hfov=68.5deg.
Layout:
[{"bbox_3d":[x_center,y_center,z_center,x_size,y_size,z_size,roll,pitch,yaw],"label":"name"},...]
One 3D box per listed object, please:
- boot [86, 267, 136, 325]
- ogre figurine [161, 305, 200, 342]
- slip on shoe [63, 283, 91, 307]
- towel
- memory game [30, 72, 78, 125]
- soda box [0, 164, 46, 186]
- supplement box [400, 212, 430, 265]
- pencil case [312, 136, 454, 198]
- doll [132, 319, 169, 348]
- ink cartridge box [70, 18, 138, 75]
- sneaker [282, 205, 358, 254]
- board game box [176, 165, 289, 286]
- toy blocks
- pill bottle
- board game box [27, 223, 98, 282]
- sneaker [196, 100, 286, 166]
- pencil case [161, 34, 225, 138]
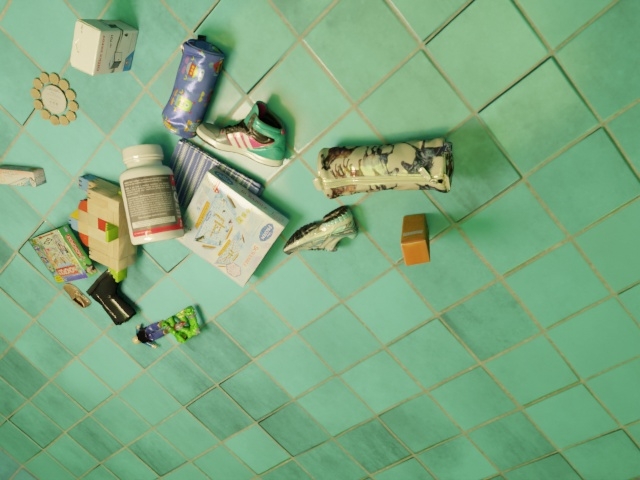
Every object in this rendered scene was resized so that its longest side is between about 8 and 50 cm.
[{"bbox_3d":[-0.823,0.225,1.915,0.246,0.094,0.207,-37,98,32],"label":"boot"},{"bbox_3d":[-0.560,0.349,1.912,0.196,0.097,0.118,-30,93,12],"label":"ogre figurine"},{"bbox_3d":[-1.047,0.238,2.007,0.135,0.041,0.051,45,116,-9],"label":"slip on shoe"},{"bbox_3d":[-0.385,-0.181,1.660,0.335,0.040,0.243,31,120,0],"label":"towel"},{"bbox_3d":[-0.937,-0.496,1.657,0.186,0.012,0.187,6,115,12],"label":"memory game"},{"bbox_3d":[-1.152,-0.248,1.799,0.182,0.058,0.063,6,116,12],"label":"soda box"},{"bbox_3d":[0.295,-0.008,1.456,0.080,0.233,0.078,-12,111,15],"label":"supplement box"},{"bbox_3d":[0.190,-0.213,1.417,0.409,0.184,0.160,-2,114,15],"label":"pencil case"},{"bbox_3d":[-0.731,0.405,2.005,0.188,0.046,0.129,-23,106,22],"label":"doll"},{"bbox_3d":[-0.659,-0.594,1.442,0.082,0.191,0.140,27,118,1],"label":"ink cartridge box"},{"bbox_3d":[0.000,0.000,1.605,0.282,0.110,0.122,-26,109,23],"label":"sneaker"},{"bbox_3d":[-0.319,-0.041,1.649,0.317,0.066,0.319,37,121,-3],"label":"board game box"},{"bbox_3d":[-0.816,-0.070,1.753,0.260,0.190,0.382,21,118,16],"label":"toy blocks"},{"bbox_3d":[-0.576,-0.154,1.592,0.176,0.176,0.319,-9,93,17],"label":"pill bottle"},{"bbox_3d":[-1.019,0.060,1.855,0.317,0.046,0.214,-10,112,41],"label":"board game box"},{"bbox_3d":[-0.238,-0.360,1.483,0.295,0.124,0.179,18,123,-4],"label":"sneaker"},{"bbox_3d":[-0.404,-0.477,1.473,0.133,0.119,0.306,21,119,-14],"label":"pencil case"}]
